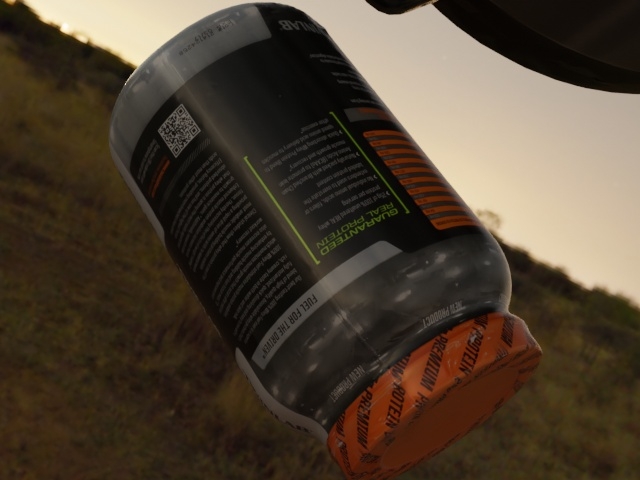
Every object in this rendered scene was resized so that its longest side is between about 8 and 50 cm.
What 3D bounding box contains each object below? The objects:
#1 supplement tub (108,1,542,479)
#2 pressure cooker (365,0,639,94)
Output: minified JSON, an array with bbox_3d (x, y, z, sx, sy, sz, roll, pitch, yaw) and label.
[{"bbox_3d":[0.000,0.000,0.429,0.190,0.117,0.117,55,16,25],"label":"supplement tub"},{"bbox_3d":[0.196,-0.268,0.455,0.370,0.375,0.420,10,-11,-12],"label":"pressure cooker"}]
